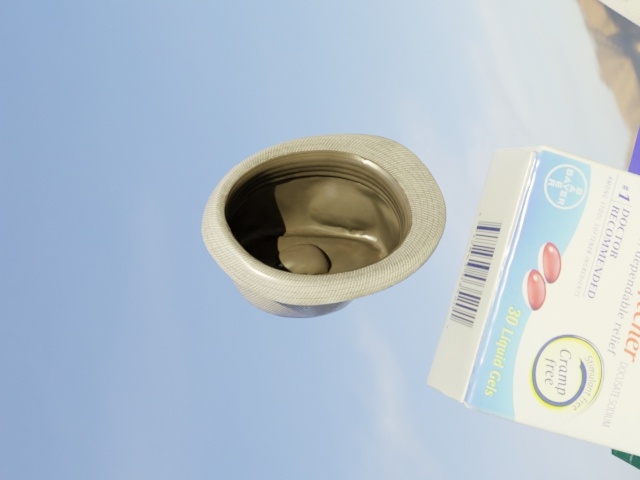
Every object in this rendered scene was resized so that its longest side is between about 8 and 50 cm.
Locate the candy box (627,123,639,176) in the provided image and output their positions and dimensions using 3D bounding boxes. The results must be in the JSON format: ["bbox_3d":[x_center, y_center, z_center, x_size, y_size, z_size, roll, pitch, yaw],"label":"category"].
[{"bbox_3d":[0.507,0.013,1.520,0.317,0.122,0.268,91,157,-44],"label":"candy box"}]

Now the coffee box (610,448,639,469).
[{"bbox_3d":[0.490,0.296,1.552,0.113,0.184,0.040,1,-76,-31],"label":"coffee box"}]

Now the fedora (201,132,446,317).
[{"bbox_3d":[0.000,0.000,1.359,0.243,0.275,0.124,57,155,33],"label":"fedora"}]

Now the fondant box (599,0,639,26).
[{"bbox_3d":[0.375,-0.440,1.589,0.238,0.096,0.330,23,-143,-29],"label":"fondant box"}]

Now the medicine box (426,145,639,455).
[{"bbox_3d":[0.291,0.069,1.192,0.149,0.289,0.263,-165,91,-80],"label":"medicine box"}]
